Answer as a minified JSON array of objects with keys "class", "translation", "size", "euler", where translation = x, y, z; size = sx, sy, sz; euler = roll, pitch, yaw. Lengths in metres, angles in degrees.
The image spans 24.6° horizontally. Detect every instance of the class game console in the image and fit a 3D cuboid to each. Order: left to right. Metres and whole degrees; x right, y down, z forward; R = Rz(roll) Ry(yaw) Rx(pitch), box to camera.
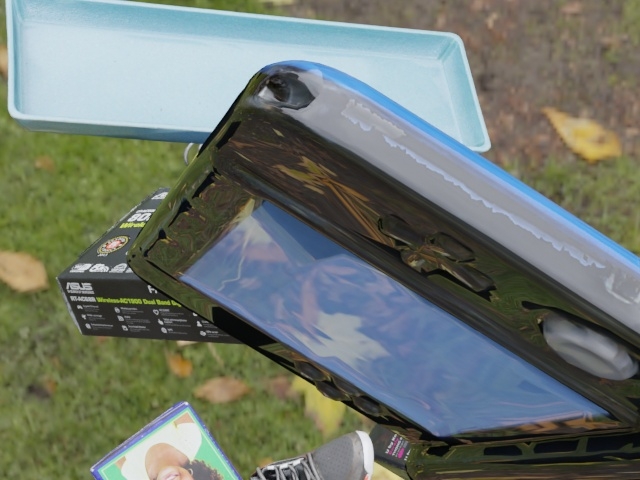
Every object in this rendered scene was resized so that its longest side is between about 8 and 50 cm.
[{"class":"game console","translation":[0.024,0.103,0.496],"size":[0.250,0.293,0.173],"euler":[31,74,-7]}]

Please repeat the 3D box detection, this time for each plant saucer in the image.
[{"class":"plant saucer","translation":[-0.029,-0.063,0.585],"size":[0.192,0.018,0.067],"euler":[2,53,-17]}]

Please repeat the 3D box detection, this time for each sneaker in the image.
[{"class":"sneaker","translation":[-0.024,0.205,1.199],"size":[0.158,0.065,0.061],"euler":[-41,44,25]}]

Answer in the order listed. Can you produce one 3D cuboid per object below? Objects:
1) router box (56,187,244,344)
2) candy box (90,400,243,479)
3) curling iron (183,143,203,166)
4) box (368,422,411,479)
[{"class":"router box","translation":[-0.058,0.010,0.739],"size":[0.122,0.038,0.092],"euler":[0,31,36]},{"class":"candy box","translation":[-0.095,0.324,1.471],"size":[0.122,0.268,0.317],"euler":[-36,88,-11]},{"class":"curling iron","translation":[0.000,0.000,1.134],"size":[0.068,0.274,0.035],"euler":[-46,35,5]},{"class":"box","translation":[0.180,0.174,1.225],"size":[0.143,0.165,0.270],"euler":[-61,21,-10]}]
